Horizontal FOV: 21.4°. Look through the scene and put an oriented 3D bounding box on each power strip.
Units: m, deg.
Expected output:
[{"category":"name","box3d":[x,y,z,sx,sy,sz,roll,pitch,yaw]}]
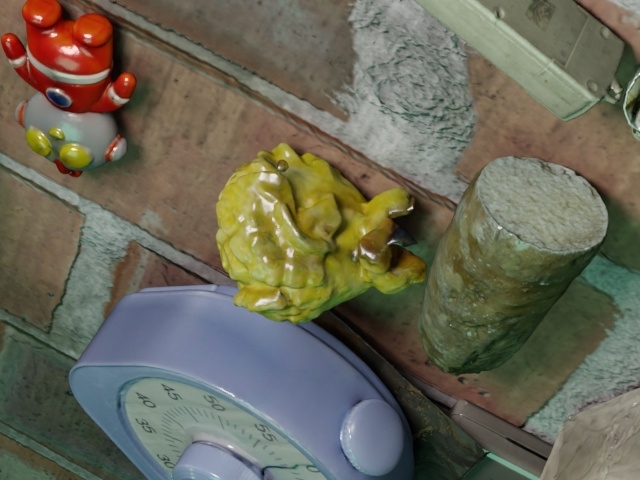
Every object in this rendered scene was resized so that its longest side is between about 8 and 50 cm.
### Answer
[{"category":"power strip","box3d":[0.129,-0.196,1.337,0.272,0.078,0.052,36,146,-12]}]

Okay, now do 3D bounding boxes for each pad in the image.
[{"category":"pad","box3d":[0.037,0.230,1.969,0.248,0.007,0.367,41,147,6]}]

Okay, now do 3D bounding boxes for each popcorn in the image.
[{"category":"popcorn","box3d":[-0.004,-0.009,1.626,0.195,0.168,0.173,-10,152,-8]}]

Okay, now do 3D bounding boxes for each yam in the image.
[{"category":"yam","box3d":[0.167,0.036,1.581,0.133,0.133,0.330,25,150,4]}]

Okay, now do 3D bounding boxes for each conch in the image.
[{"category":"conch","box3d":[0.279,-0.116,1.360,0.076,0.056,0.085,41,100,-17]}]

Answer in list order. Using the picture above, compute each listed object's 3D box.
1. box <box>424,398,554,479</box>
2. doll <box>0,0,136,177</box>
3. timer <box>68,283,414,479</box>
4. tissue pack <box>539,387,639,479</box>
[{"category":"box","box3d":[0.240,0.268,1.892,0.244,0.055,0.103,27,146,0]},{"category":"doll","box3d":[-0.250,-0.141,1.682,0.142,0.076,0.245,23,142,9]},{"category":"timer","box3d":[-0.070,0.222,1.872,0.395,0.173,0.395,24,147,17]},{"category":"tissue pack","box3d":[0.421,0.313,1.701,0.356,0.194,0.266,38,146,-14]}]
